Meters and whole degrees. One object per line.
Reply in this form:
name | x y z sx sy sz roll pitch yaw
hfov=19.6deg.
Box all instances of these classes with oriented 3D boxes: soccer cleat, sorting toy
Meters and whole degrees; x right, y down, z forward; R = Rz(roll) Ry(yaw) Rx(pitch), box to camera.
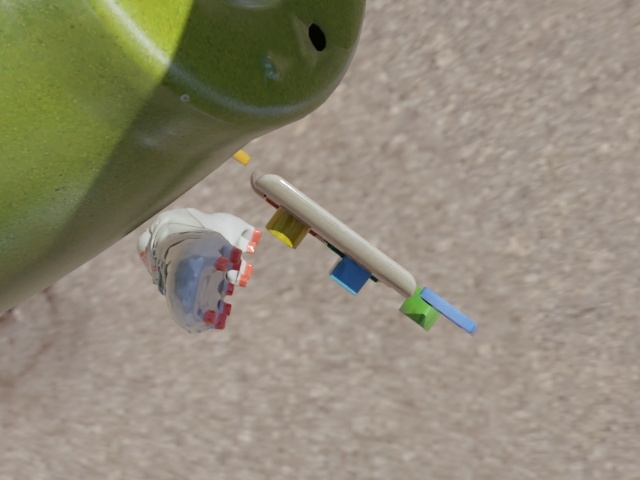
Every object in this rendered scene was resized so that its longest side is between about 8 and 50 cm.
soccer cleat | -0.088 0.016 1.218 0.076 0.196 0.068 14 100 3
sorting toy | 0.000 0.000 1.786 0.347 0.196 0.047 37 89 -5

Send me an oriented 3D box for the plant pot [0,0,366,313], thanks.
plant pot | -0.181 -0.127 0.909 0.366 0.353 0.366 26 55 -46
